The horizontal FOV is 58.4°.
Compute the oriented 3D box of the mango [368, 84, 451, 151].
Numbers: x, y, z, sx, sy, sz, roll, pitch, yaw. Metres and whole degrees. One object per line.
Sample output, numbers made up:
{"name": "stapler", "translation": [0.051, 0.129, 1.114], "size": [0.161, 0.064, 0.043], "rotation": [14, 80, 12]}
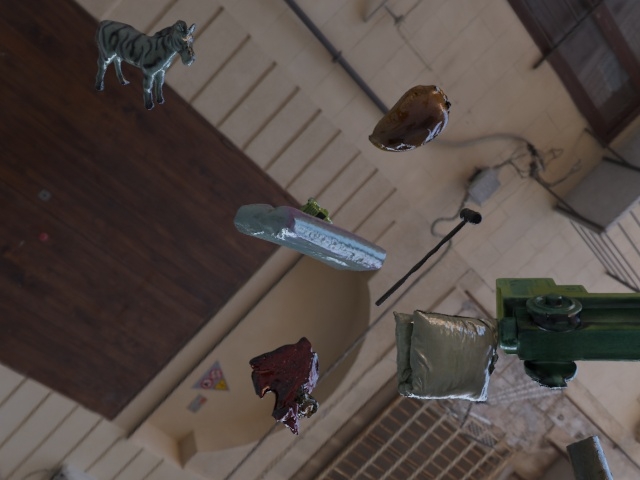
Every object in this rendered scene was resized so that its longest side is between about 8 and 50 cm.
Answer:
{"name": "mango", "translation": [0.129, -0.168, 0.820], "size": [0.127, 0.063, 0.077], "rotation": [-36, -111, -3]}

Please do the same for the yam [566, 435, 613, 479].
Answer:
{"name": "yam", "translation": [0.400, 0.355, 0.829], "size": [0.054, 0.054, 0.132], "rotation": [-28, -119, 34]}

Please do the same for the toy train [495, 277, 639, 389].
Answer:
{"name": "toy train", "translation": [0.485, 0.141, 0.969], "size": [0.368, 0.150, 0.237], "rotation": [-1, -167, 14]}

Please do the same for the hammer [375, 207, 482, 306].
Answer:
{"name": "hammer", "translation": [0.226, 0.040, 1.225], "size": [0.292, 0.029, 0.058], "rotation": [-44, -163, 1]}

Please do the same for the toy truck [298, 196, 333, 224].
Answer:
{"name": "toy truck", "translation": [-0.006, -0.026, 1.307], "size": [0.077, 0.100, 0.169], "rotation": [-44, 167, -6]}

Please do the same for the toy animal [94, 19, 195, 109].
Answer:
{"name": "toy animal", "translation": [-0.344, -0.350, 1.143], "size": [0.255, 0.170, 0.090], "rotation": [7, -151, 18]}

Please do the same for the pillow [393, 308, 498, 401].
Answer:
{"name": "pillow", "translation": [0.191, 0.176, 0.879], "size": [0.078, 0.181, 0.134], "rotation": [-13, -112, 57]}

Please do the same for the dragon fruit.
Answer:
{"name": "dragon fruit", "translation": [-0.052, 0.228, 0.942], "size": [0.092, 0.122, 0.192], "rotation": [-56, -172, 13]}

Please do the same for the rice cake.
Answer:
{"name": "rice cake", "translation": [0.000, 0.000, 0.674], "size": [0.080, 0.221, 0.042], "rotation": [1, -103, 34]}
